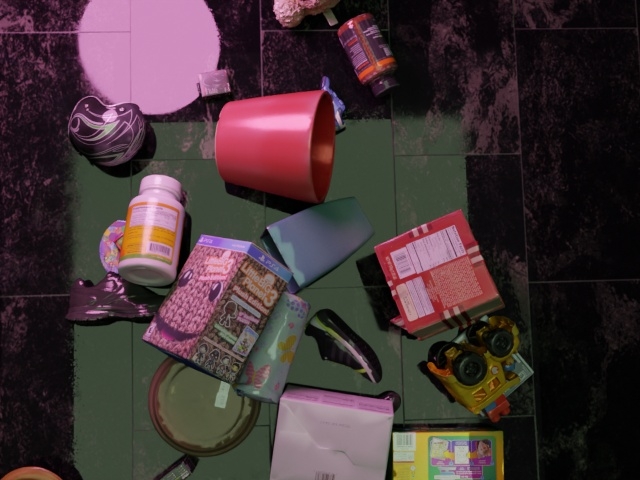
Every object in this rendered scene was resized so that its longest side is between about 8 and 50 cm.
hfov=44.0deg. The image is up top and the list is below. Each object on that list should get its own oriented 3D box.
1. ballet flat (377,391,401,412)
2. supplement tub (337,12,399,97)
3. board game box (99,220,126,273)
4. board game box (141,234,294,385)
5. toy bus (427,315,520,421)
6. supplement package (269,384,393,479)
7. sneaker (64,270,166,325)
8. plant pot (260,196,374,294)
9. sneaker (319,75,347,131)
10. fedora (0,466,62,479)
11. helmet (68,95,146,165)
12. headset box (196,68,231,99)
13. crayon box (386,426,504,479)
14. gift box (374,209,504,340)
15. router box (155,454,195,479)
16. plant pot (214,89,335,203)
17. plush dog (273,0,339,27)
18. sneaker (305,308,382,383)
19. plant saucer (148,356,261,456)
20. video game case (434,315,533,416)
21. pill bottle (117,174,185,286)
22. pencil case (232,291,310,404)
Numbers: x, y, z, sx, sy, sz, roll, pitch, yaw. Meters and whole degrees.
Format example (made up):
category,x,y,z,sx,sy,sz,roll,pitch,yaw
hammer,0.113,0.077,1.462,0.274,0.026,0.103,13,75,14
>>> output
category,x,y,z,sx,sy,sz,roll,pitch,yaw
ballet flat,0.124,0.431,1.949,0.173,0.049,0.058,-30,96,1
supplement tub,0.127,-0.464,2.000,0.106,0.106,0.198,-25,86,-5
board game box,-0.463,0.019,1.954,0.168,0.033,0.133,7,84,-3
board game box,-0.238,0.152,1.817,0.141,0.232,0.291,38,71,-33
toy bus,0.405,0.319,1.906,0.220,0.149,0.211,-36,100,-9
supplement package,0.029,0.470,1.857,0.261,0.145,0.204,8,93,4
sneaker,-0.470,0.137,1.911,0.286,0.109,0.130,-1,75,-7
plant pot,0.000,0.000,1.925,0.234,0.166,0.166,-28,86,-14
sneaker,0.031,-0.346,2.010,0.059,0.053,0.144,-10,93,-4
fedora,-0.672,0.618,1.860,0.194,0.079,0.195,0,88,-9
helmet,-0.507,-0.263,1.916,0.161,0.169,0.170,20,83,15
headset box,-0.272,-0.395,2.006,0.083,0.032,0.062,-10,85,-6
crayon box,0.303,0.541,1.922,0.278,0.081,0.166,1,85,-3
gift box,0.264,0.087,1.871,0.276,0.258,0.255,-19,75,12
router box,-0.358,0.568,1.876,0.122,0.092,0.038,-37,88,-5
plant pot,-0.107,-0.227,1.892,0.243,0.275,0.275,4,84,12
plush dog,0.000,-0.666,1.951,0.210,0.225,0.263,9,84,-2
sneaker,0.053,0.271,1.950,0.097,0.084,0.235,-44,87,18
plant saucer,-0.282,0.387,1.926,0.277,0.041,0.278,0,83,-4
video game case,0.409,0.312,1.981,0.173,0.022,0.190,-39,88,-6
pill bottle,-0.397,-0.026,1.891,0.136,0.136,0.246,5,64,-3
pencil case,-0.116,0.254,1.893,0.113,0.124,0.273,33,70,-40
